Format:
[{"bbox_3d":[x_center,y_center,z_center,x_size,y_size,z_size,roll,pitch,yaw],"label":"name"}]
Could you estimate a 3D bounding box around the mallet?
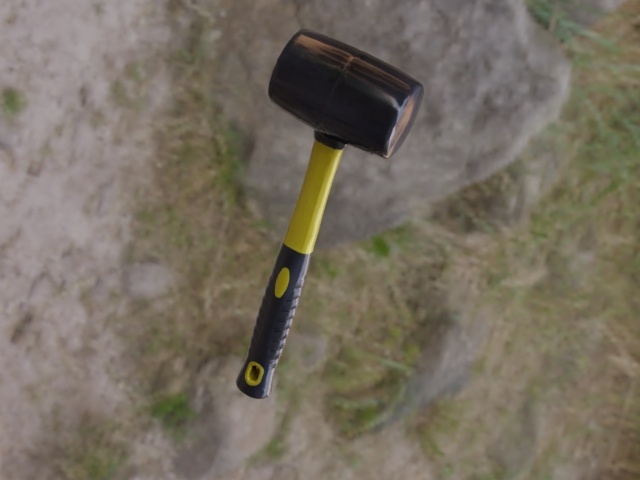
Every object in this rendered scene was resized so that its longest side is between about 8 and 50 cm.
[{"bbox_3d":[0.000,0.000,0.644,0.039,0.062,0.190,-45,151,-54],"label":"mallet"}]
